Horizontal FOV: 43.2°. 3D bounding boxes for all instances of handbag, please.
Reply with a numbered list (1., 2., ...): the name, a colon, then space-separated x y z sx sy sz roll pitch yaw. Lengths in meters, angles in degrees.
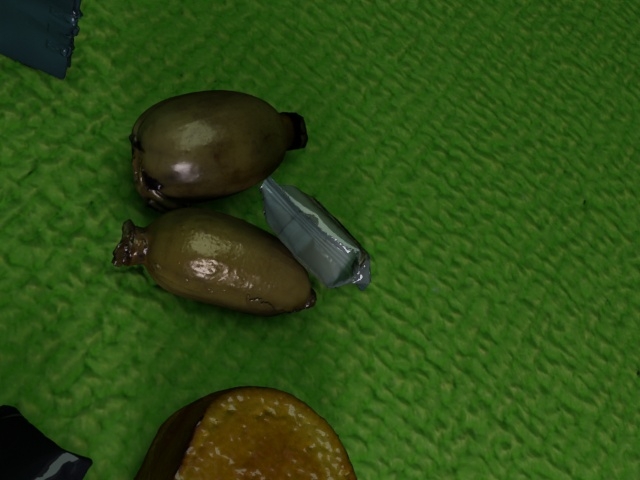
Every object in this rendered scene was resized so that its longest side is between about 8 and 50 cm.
1. handbag: -0.418 -0.330 1.170 0.144 0.221 0.057 31 59 -9
2. handbag: -0.414 0.294 0.911 0.254 0.211 0.088 -39 128 -34

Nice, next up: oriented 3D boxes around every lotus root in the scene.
1. lotus root: -0.142 0.027 1.163 0.304 0.146 0.130 18 72 -19
2. lotus root: -0.142 -0.148 1.227 0.310 0.183 0.182 -17 74 -32

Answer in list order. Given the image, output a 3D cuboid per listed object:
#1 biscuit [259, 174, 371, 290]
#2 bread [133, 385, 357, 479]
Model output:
1. biscuit: -0.003 -0.004 1.170 0.079 0.309 0.186 -43 82 4
2. bread: -0.089 0.335 1.022 0.312 0.172 0.312 10 60 -18
